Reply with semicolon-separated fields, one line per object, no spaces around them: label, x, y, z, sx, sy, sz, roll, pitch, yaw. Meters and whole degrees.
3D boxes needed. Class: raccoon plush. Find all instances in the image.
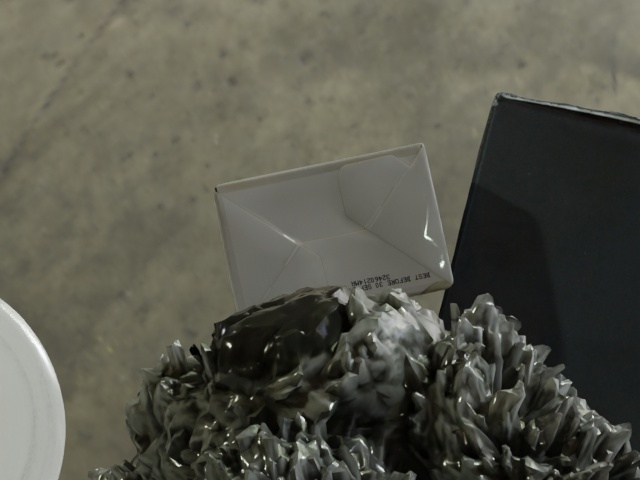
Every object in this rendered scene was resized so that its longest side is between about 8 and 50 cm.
raccoon plush;0.083;0.182;0.510;0.447;0.216;0.299;8;30;-7

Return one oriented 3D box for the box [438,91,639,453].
box;0.273;0.133;1.448;0.297;0.472;0.479;14;96;13

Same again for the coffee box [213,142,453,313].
coffee box;0.000;0.000;1.340;0.168;0.297;0.118;-12;89;-4

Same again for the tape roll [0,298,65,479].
tape roll;-0.320;0.153;1.153;0.246;0.169;0.246;8;67;-18
